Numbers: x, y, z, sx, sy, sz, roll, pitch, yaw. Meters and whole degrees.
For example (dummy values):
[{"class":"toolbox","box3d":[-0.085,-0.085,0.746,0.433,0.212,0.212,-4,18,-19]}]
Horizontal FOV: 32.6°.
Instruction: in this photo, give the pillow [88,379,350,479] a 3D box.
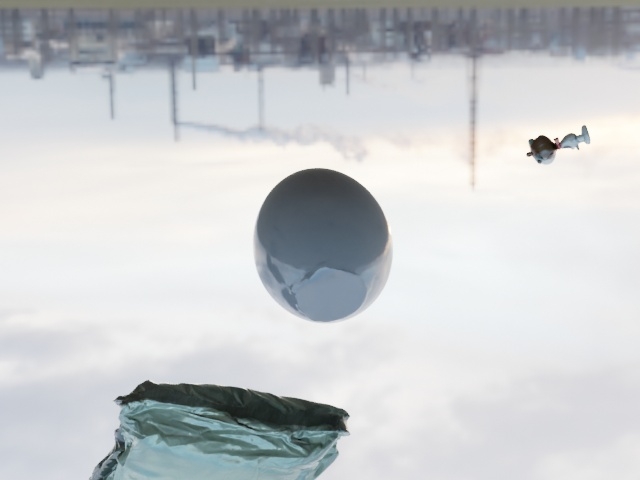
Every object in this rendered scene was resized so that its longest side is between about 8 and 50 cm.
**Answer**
[{"class":"pillow","box3d":[-0.146,0.297,1.453,0.310,0.283,0.138,8,-132,-14]}]

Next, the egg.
[{"class":"egg","box3d":[0.000,0.000,1.382,0.176,0.176,0.232,-3,-144,-14]}]

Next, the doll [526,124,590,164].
[{"class":"doll","box3d":[0.326,-0.130,1.497,0.085,0.040,0.058,-25,158,25]}]
